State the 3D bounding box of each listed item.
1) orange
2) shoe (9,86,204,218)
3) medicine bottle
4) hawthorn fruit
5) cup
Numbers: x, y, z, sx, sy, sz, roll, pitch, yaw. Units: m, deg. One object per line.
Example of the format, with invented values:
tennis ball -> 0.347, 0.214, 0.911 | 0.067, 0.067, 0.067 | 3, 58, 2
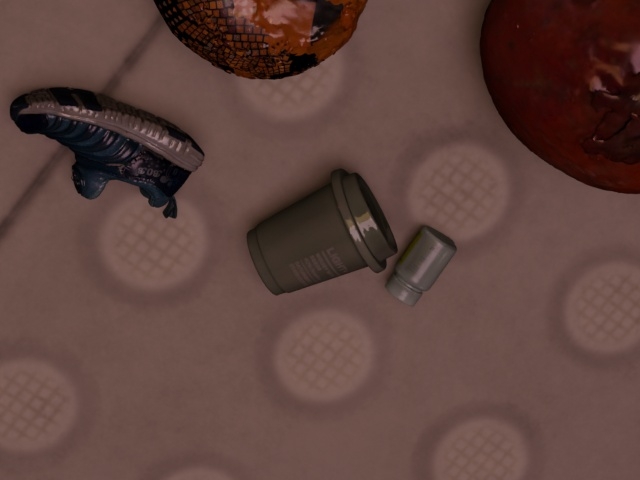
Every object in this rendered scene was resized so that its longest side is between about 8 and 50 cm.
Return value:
orange -> -0.056, -0.276, 1.591 | 0.234, 0.182, 0.234 | -5, 123, -9
shoe -> -0.225, -0.092, 1.678 | 0.207, 0.091, 0.106 | 23, 100, -20
medicine bottle -> 0.111, 0.028, 1.805 | 0.047, 0.047, 0.083 | 31, 103, -19
hawthorn fruit -> 0.312, -0.161, 1.637 | 0.276, 0.307, 0.276 | -7, 127, -9
cup -> 0.000, 0.000, 1.745 | 0.141, 0.120, 0.120 | -27, 113, 12
